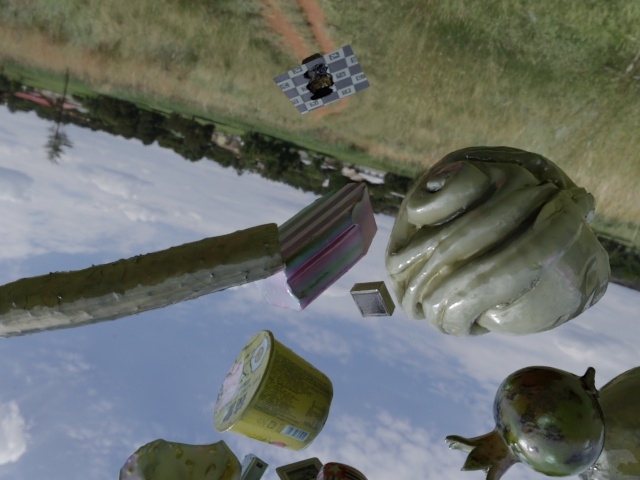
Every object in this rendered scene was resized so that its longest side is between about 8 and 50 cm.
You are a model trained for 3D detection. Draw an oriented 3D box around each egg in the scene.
[{"bbox_3d":[-0.329,0.568,1.188,0.271,0.206,0.162,10,173,-15],"label":"egg"}]

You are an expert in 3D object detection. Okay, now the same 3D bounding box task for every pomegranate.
[{"bbox_3d":[0.278,0.251,0.696,0.220,0.156,0.156,-11,-172,2],"label":"pomegranate"}]

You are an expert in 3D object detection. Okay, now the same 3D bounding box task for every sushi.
[{"bbox_3d":[0.002,-0.398,1.214,0.192,0.050,0.215,-19,167,13],"label":"sushi"}]

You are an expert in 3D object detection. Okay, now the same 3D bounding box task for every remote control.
[{"bbox_3d":[0.008,0.564,1.045,0.109,0.055,0.313,-6,-166,-24],"label":"remote control"}]

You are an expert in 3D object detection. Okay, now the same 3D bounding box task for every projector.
[{"bbox_3d":[-0.227,0.732,1.590,0.061,0.115,0.147,34,155,-3],"label":"projector"}]

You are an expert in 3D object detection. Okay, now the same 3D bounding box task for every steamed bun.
[{"bbox_3d":[0.271,-0.023,0.830,0.339,0.247,0.352,-6,-148,24],"label":"steamed bun"}]

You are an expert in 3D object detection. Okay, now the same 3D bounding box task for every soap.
[{"bbox_3d":[0.000,0.000,1.058,0.324,0.109,0.193,-40,-154,-30],"label":"soap"}]

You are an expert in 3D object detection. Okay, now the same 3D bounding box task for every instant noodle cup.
[{"bbox_3d":[-0.132,0.466,1.529,0.254,0.325,0.325,32,-177,-18],"label":"instant noodle cup"}]

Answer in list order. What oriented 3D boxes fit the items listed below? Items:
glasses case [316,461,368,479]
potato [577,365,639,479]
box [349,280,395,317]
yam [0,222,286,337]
[{"bbox_3d":[0.027,0.322,0.525,0.073,0.049,0.194,21,-149,-9],"label":"glasses case"},{"bbox_3d":[0.633,0.379,0.969,0.326,0.221,0.243,-27,-114,-19],"label":"potato"},{"bbox_3d":[0.119,0.136,1.152,0.079,0.083,0.035,-10,-152,37],"label":"box"},{"bbox_3d":[-0.225,0.052,0.623,0.371,0.083,0.083,-12,-172,3],"label":"yam"}]
